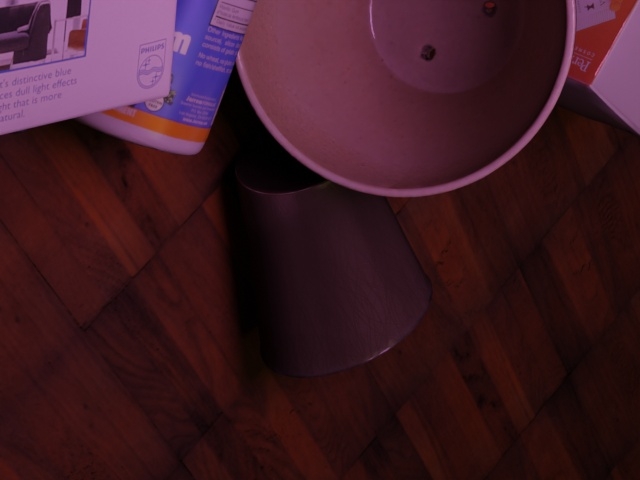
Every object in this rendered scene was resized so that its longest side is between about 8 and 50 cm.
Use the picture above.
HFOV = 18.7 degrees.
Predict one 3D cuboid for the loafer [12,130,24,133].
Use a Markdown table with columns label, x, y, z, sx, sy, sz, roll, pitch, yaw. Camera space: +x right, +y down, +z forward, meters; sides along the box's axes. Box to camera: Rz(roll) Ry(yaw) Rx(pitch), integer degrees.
| label | x | y | z | sx | sy | sz | roll | pitch | yaw |
| --- | --- | --- | --- | --- | --- | --- | --- | --- | --- |
| loafer | -0.268 | -0.214 | 1.644 | 0.084 | 0.096 | 0.268 | -6 | 118 | -40 |

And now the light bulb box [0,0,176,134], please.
| label | x | y | z | sx | sy | sz | roll | pitch | yaw |
| --- | --- | --- | --- | --- | --- | --- | --- | --- | --- |
| light bulb box | -0.286 | -0.302 | 1.357 | 0.225 | 0.358 | 0.361 | -19 | 125 | -44 |

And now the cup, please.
| label | x | y | z | sx | sy | sz | roll | pitch | yaw |
| --- | --- | --- | --- | --- | --- | --- | --- | --- | --- |
| cup | 0.101 | -0.220 | 1.915 | 0.237 | 0.331 | 0.331 | -30 | 138 | -73 |

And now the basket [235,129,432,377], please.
| label | x | y | z | sx | sy | sz | roll | pitch | yaw |
| --- | --- | --- | --- | --- | --- | --- | --- | --- | --- |
| basket | 0.000 | 0.000 | 2.024 | 0.204 | 0.154 | 0.227 | -31 | 129 | -16 |

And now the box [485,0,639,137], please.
| label | x | y | z | sx | sy | sz | roll | pitch | yaw |
| --- | --- | --- | --- | --- | --- | --- | --- | --- | --- |
| box | 0.334 | -0.318 | 2.156 | 0.168 | 0.215 | 0.345 | 31 | 86 | -51 |

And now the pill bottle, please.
| label | x | y | z | sx | sy | sz | roll | pitch | yaw |
| --- | --- | --- | --- | --- | --- | --- | --- | --- | --- |
| pill bottle | -0.133 | -0.226 | 1.736 | 0.152 | 0.152 | 0.272 | 10 | 103 | -50 |
